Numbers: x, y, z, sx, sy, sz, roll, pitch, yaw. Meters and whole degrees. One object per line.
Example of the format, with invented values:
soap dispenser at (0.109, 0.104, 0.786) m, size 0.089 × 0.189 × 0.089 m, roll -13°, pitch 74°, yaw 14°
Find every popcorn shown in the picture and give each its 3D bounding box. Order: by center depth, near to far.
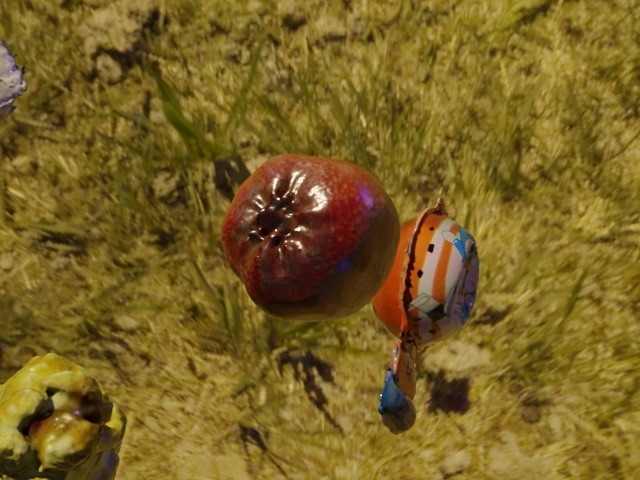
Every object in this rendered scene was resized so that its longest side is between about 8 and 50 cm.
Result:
popcorn at (-0.404, 0.294, 1.658) m, size 0.225 × 0.276 × 0.276 m, roll -13°, pitch 75°, yaw -24°

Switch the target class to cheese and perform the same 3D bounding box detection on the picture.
cheese at (0.131, 0.096, 1.494) m, size 0.129 × 0.217 × 0.329 m, roll 6°, pitch 60°, yaw 21°

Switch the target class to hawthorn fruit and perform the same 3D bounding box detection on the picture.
hawthorn fruit at (0.000, 0.000, 1.052) m, size 0.169 × 0.188 × 0.169 m, roll -6°, pitch 78°, yaw 28°

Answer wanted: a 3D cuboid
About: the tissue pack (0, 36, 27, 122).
tissue pack at (-0.470, -0.087, 1.096) m, size 0.242 × 0.344 × 0.125 m, roll -35°, pitch 96°, yaw -43°
